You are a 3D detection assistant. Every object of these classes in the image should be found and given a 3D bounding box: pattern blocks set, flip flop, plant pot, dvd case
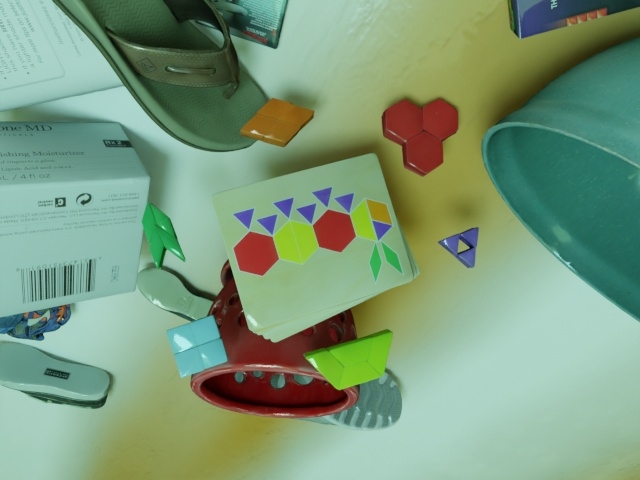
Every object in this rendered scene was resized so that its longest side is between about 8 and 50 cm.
[{"bbox_3d":[0.000,0.000,0.475,0.325,0.026,0.285,-8,86,-10],"label":"pattern blocks set"},{"bbox_3d":[-0.127,-0.179,0.417,0.080,0.112,0.277,3,149,33],"label":"flip flop"},{"bbox_3d":[-0.046,0.106,0.588,0.191,0.174,0.191,3,148,2],"label":"plant pot"},{"bbox_3d":[-0.069,-0.254,0.457,0.087,0.013,0.119,17,125,-3],"label":"dvd case"},{"bbox_3d":[0.313,-0.057,0.395,0.196,0.293,0.293,-44,111,3],"label":"plant pot"}]

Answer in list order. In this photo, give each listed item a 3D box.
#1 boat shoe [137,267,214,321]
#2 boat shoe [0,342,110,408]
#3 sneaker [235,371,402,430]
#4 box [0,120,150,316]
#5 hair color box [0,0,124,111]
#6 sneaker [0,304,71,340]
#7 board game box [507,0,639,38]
[{"bbox_3d":[-0.203,0.084,0.700,0.137,0.049,0.043,30,164,-13],"label":"boat shoe"},{"bbox_3d":[-0.480,0.245,0.837,0.219,0.077,0.070,20,125,-7],"label":"boat shoe"},{"bbox_3d":[-0.013,0.231,0.760,0.281,0.105,0.115,12,156,-2],"label":"sneaker"},{"bbox_3d":[-0.304,-0.025,0.540,0.181,0.119,0.181,-10,137,-37],"label":"box"},{"bbox_3d":[-0.350,-0.218,0.471,0.347,0.105,0.173,-6,123,13],"label":"hair color box"},{"bbox_3d":[-0.407,0.088,0.725,0.221,0.083,0.087,-30,129,32],"label":"sneaker"},{"bbox_3d":[0.218,-0.267,0.379,0.141,0.048,0.170,-11,122,15],"label":"board game box"}]
